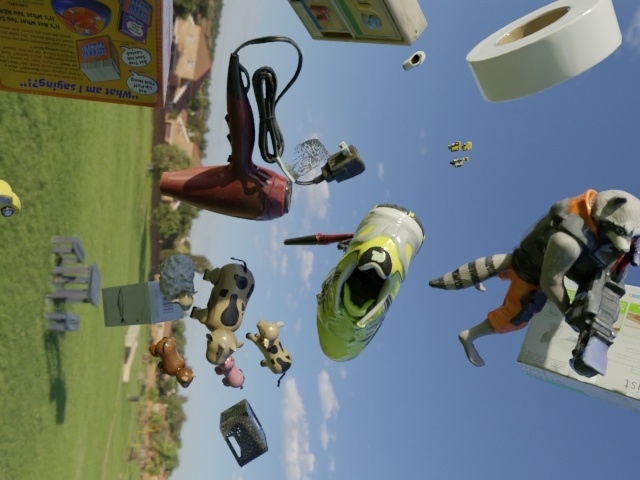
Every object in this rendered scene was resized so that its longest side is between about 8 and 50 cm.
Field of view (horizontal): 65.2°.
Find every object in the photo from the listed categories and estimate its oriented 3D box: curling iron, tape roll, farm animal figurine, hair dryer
[{"bbox_3d":[0.000,0.000,1.284,0.274,0.068,0.035,3,-70,45],"label":"curling iron"},{"bbox_3d":[0.454,-0.401,1.040,0.100,0.286,0.286,58,-2,-21],"label":"tape roll"},{"bbox_3d":[-0.204,0.198,1.145,0.172,0.331,0.326,-1,-93,55],"label":"farm animal figurine"},{"bbox_3d":[-0.105,-0.127,0.700,0.294,0.223,0.080,-28,-157,21],"label":"hair dryer"}]

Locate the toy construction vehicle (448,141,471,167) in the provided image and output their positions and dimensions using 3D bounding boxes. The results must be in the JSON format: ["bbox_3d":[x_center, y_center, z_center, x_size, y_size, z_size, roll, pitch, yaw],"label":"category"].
[{"bbox_3d":[0.470,-0.298,1.705,0.035,0.098,0.085,29,-48,50],"label":"toy construction vehicle"}]

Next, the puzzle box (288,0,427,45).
[{"bbox_3d":[-0.023,-0.479,0.773,0.272,0.409,0.052,28,-103,47],"label":"puzzle box"}]

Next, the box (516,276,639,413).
[{"bbox_3d":[0.588,0.209,1.050,0.262,0.127,0.231,12,-112,40],"label":"box"}]

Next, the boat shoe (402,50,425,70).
[{"bbox_3d":[0.266,-0.502,1.384,0.035,0.100,0.035,-20,-75,55],"label":"boat shoe"}]

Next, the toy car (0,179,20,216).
[{"bbox_3d":[-0.667,-0.119,0.884,0.053,0.225,0.239,-45,-172,8],"label":"toy car"}]

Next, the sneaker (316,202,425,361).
[{"bbox_3d":[0.055,0.107,0.909,0.147,0.145,0.384,-50,162,-47],"label":"sneaker"}]

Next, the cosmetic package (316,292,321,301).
[{"bbox_3d":[0.026,0.180,1.205,0.060,0.041,0.115,154,-72,-65],"label":"cosmetic package"}]

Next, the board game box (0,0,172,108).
[{"bbox_3d":[-0.530,-0.569,1.144,0.356,0.357,0.356,109,-21,-46],"label":"board game box"}]

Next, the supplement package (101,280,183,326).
[{"bbox_3d":[-0.452,0.160,1.270,0.179,0.105,0.105,-10,-94,30],"label":"supplement package"}]

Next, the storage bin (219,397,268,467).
[{"bbox_3d":[-0.212,0.525,1.380,0.122,0.084,0.180,61,-10,-1],"label":"storage bin"}]

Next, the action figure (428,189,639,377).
[{"bbox_3d":[0.317,0.052,0.721,0.330,0.178,0.341,-48,178,39],"label":"action figure"}]
